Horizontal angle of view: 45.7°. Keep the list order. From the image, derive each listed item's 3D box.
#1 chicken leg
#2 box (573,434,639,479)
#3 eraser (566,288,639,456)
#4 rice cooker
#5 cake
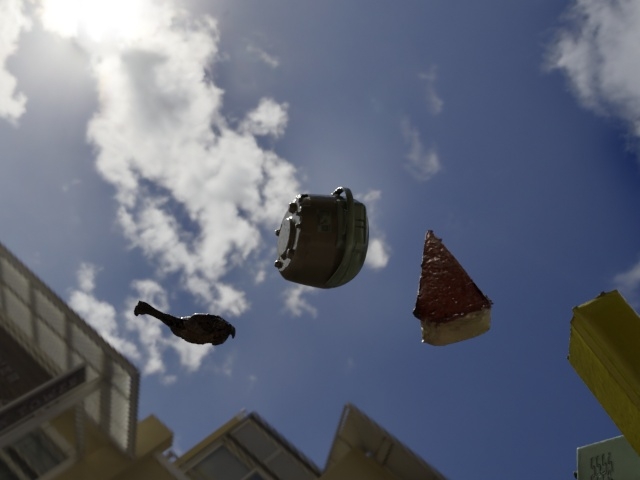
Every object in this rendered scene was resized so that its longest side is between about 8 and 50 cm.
[{"bbox_3d":[-0.303,0.188,1.714,0.254,0.051,0.105,9,-36,20],"label":"chicken leg"},{"bbox_3d":[0.423,0.371,0.988,0.045,0.270,0.211,41,-51,-20],"label":"box"},{"bbox_3d":[0.391,0.182,0.917,0.226,0.069,0.158,60,-8,37],"label":"eraser"},{"bbox_3d":[0.000,0.000,1.193,0.206,0.127,0.145,124,-32,-67],"label":"rice cooker"},{"bbox_3d":[0.182,0.083,1.243,0.220,0.117,0.086,-122,-164,-50],"label":"cake"}]
